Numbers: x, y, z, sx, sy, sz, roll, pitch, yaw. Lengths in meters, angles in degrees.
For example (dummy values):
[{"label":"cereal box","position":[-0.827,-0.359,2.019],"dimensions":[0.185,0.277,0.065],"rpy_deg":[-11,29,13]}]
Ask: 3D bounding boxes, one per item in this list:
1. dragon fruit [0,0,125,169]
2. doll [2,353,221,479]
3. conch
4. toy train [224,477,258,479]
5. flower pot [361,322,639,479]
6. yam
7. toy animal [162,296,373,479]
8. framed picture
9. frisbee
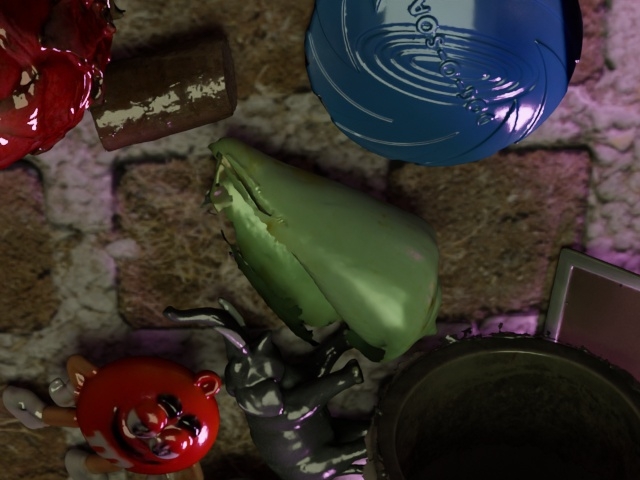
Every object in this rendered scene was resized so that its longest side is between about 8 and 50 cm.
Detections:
[{"label":"dragon fruit","position":[-0.302,-0.176,1.427],"dimensions":[0.299,0.244,0.244],"rpy_deg":[22,118,-18]},{"label":"doll","position":[-0.176,0.177,1.733],"dimensions":[0.217,0.085,0.183],"rpy_deg":[-16,124,30]},{"label":"conch","position":[-0.004,0.017,1.642],"dimensions":[0.251,0.143,0.137],"rpy_deg":[21,78,-3]},{"label":"toy train","position":[-0.075,0.363,1.846],"dimensions":[0.221,0.150,0.304],"rpy_deg":[29,125,-35]},{"label":"flower pot","position":[0.174,0.261,1.732],"dimensions":[0.290,0.290,0.259],"rpy_deg":[-1,135,-4]},{"label":"yam","position":[-0.134,-0.124,1.561],"dimensions":[0.127,0.084,0.084],"rpy_deg":[-12,123,5]},{"label":"toy animal","position":[-0.024,0.134,1.736],"dimensions":[0.137,0.082,0.269],"rpy_deg":[-26,122,11]},{"label":"framed picture","position":[0.303,0.152,1.752],"dimensions":[0.217,0.017,0.274],"rpy_deg":[23,126,20]},{"label":"frisbee","position":[0.108,-0.162,1.579],"dimensions":[0.242,0.045,0.242],"rpy_deg":[-2,124,-4]}]
